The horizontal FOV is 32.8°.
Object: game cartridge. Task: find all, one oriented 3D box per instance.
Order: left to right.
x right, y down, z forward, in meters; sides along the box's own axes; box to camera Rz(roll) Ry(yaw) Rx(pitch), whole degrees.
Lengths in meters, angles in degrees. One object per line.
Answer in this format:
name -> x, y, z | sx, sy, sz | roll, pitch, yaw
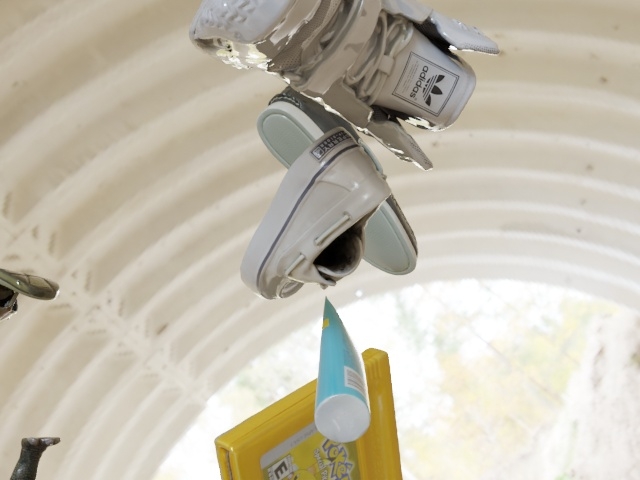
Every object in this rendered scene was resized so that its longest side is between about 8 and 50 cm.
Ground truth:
game cartridge -> -0.002, 0.347, 1.604 | 0.324, 0.053, 0.285 | -25, -63, -38

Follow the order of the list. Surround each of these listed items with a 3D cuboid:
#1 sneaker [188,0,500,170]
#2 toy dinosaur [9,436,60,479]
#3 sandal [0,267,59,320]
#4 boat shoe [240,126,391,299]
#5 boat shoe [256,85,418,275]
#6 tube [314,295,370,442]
sneaker -> 0.030, -0.156, 0.822 | 0.137, 0.210, 0.366 | -61, 4, 7
toy dinosaur -> -0.287, 0.250, 0.907 | 0.314, 0.160, 0.121 | -16, -16, 36
sandal -> -0.537, 0.091, 1.770 | 0.120, 0.303, 0.086 | 18, -107, -50
boat shoe -> 0.000, 0.000, 1.005 | 0.096, 0.088, 0.267 | -36, -14, -34
boat shoe -> 0.043, -0.085, 1.468 | 0.114, 0.302, 0.091 | -18, 27, 45
tube -> 0.023, 0.129, 1.106 | 0.052, 0.080, 0.207 | -19, 19, 8
